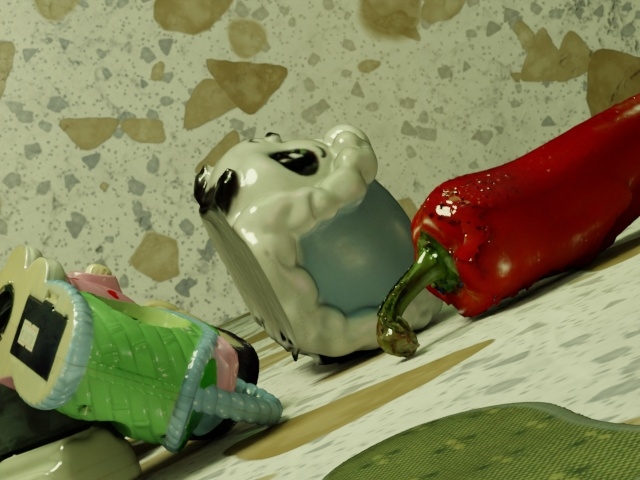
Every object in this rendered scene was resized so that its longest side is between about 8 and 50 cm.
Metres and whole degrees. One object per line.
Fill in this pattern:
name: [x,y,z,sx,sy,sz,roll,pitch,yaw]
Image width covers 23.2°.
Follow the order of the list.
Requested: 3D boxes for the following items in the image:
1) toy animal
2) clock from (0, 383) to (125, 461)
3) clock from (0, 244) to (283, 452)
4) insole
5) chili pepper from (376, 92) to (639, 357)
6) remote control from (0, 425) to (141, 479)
toy animal: [0.000,0.000,1.285,0.156,0.204,0.208,-27,10,-12]
clock: [-0.267,0.169,1.263,0.281,0.055,0.280,-23,-10,-4]
clock: [-0.123,0.086,1.083,0.195,0.100,0.194,20,2,-32]
insole: [0.065,0.089,0.638,0.109,0.007,0.322,-25,1,-13]
chili pepper: [0.177,-0.029,1.197,0.387,0.110,0.110,-27,3,-27]
remote control: [-0.219,0.180,1.119,0.090,0.049,0.230,-22,-2,-44]
